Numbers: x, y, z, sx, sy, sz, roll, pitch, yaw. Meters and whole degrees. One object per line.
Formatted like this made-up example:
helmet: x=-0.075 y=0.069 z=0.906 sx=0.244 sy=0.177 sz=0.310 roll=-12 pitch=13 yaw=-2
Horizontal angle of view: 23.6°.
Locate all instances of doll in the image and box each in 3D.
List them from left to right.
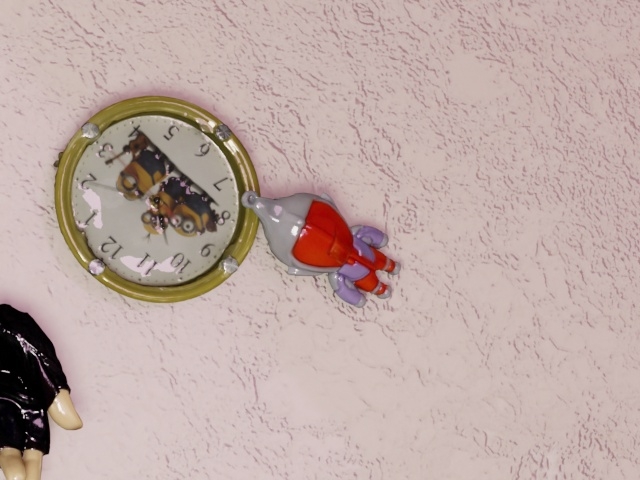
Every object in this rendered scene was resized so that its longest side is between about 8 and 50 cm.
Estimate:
doll: x=0.000 y=0.000 z=1.740 sx=0.227 sy=0.075 sz=0.102 roll=27 pitch=74 yaw=-31

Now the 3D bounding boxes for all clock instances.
clock: x=-0.183 y=-0.044 z=1.705 sx=0.237 sy=0.057 sz=0.237 roll=3 pitch=82 yaw=-21

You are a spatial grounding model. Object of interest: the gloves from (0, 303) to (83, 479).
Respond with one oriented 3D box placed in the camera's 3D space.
gloves: x=-0.337 y=0.169 z=1.596 sx=0.164 sy=0.124 sz=0.203 roll=-13 pitch=86 yaw=-7
